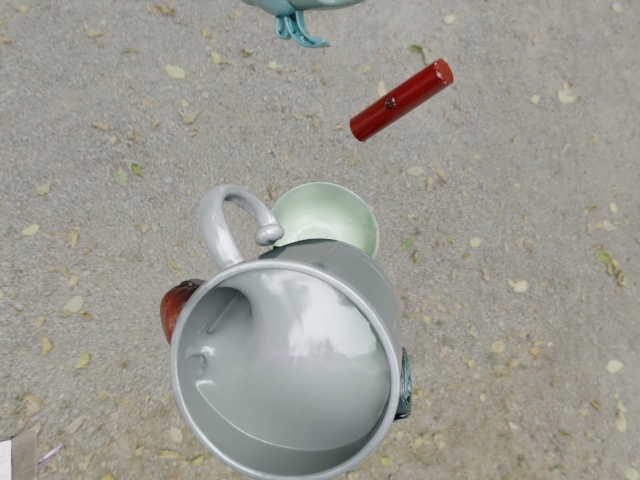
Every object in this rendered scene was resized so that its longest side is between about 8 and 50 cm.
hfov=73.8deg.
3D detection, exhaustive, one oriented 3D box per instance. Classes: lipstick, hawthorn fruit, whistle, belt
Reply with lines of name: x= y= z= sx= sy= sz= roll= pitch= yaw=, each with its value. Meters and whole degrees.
lipstick: x=0.181 y=-0.325 z=1.015 sx=0.073 sy=0.280 sz=0.073 roll=16 pitch=64 yaw=-35
hawthorn fruit: x=-0.343 y=0.233 z=1.213 sx=0.215 sy=0.215 sz=0.249 roll=-10 pitch=104 yaw=-18
whistle: x=-0.044 y=-0.418 z=0.691 sx=0.093 sy=0.274 sz=0.186 roll=-22 pitch=126 yaw=-52
belt: x=0.265 y=0.515 z=1.534 sx=0.116 sy=0.206 sz=0.267 roll=-9 pitch=44 yaw=20

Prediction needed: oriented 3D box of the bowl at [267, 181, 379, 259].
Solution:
bowl: x=0.000 y=0.000 z=1.195 sx=0.307 sy=0.163 sz=0.307 roll=2 pitch=70 yaw=-7

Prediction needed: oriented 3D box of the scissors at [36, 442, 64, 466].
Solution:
scissors: x=-0.949 y=0.744 z=1.409 sx=0.021 sy=0.212 sz=0.110 roll=45 pitch=98 yaw=10

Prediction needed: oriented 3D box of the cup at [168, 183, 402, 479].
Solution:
cup: x=-0.042 y=0.084 z=0.586 sx=0.259 sy=0.274 sz=0.356 roll=-28 pitch=90 yaw=14

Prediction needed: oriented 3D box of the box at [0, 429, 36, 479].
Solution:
box: x=-0.651 y=0.419 z=0.769 sx=0.203 sy=0.252 sz=0.106 roll=-5 pitch=74 yaw=-27
